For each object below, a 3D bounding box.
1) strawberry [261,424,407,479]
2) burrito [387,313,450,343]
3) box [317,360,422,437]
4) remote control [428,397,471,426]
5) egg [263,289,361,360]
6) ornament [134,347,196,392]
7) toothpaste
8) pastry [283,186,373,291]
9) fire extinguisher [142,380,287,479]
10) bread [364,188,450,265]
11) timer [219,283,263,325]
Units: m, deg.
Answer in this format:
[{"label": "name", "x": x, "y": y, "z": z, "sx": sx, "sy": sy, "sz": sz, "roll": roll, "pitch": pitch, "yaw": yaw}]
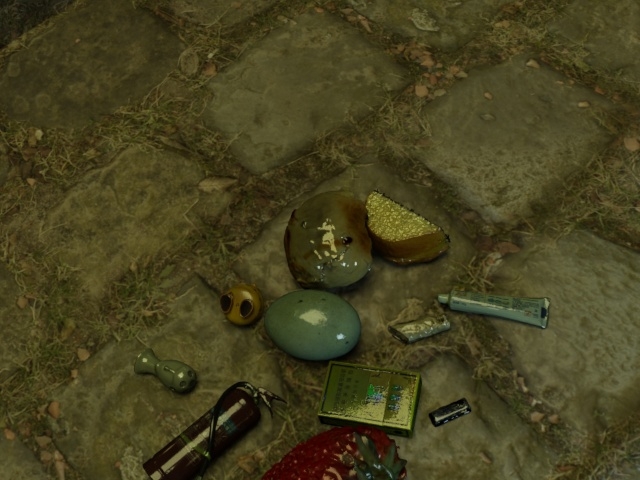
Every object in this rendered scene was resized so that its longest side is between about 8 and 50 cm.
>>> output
[{"label": "strawberry", "x": 0.004, "y": 0.546, "z": 1.687, "sx": 0.351, "sy": 0.267, "sz": 0.312, "roll": -16, "pitch": 57, "yaw": 30}, {"label": "burrito", "x": 0.239, "y": 0.214, "z": 1.977, "sx": 0.149, "sy": 0.041, "sz": 0.055, "roll": -14, "pitch": 42, "yaw": 5}, {"label": "box", "x": 0.116, "y": 0.366, "z": 1.885, "sx": 0.220, "sy": 0.064, "sz": 0.141, "roll": 4, "pitch": 58, "yaw": 15}, {"label": "remote control", "x": 0.296, "y": 0.392, "z": 1.864, "sx": 0.096, "sy": 0.014, "sz": 0.039, "roll": -22, "pitch": 55, "yaw": -6}, {"label": "egg", "x": -0.020, "y": 0.202, "z": 1.954, "sx": 0.236, "sy": 0.169, "sz": 0.169, "roll": 7, "pitch": 58, "yaw": 15}, {"label": "ornament", "x": -0.377, "y": 0.321, "z": 1.997, "sx": 0.156, "sy": 0.081, "sz": 0.075, "roll": 19, "pitch": 65, "yaw": 26}, {"label": "toothpaste", "x": 0.418, "y": 0.156, "z": 1.979, "sx": 0.268, "sy": 0.047, "sz": 0.069, "roll": 7, "pitch": 40, "yaw": 12}, {"label": "pastry", "x": -0.006, "y": -0.005, "z": 2.048, "sx": 0.237, "sy": 0.170, "sz": 0.256, "roll": -19, "pitch": 66, "yaw": 33}, {"label": "fire extinguisher", "x": -0.236, "y": 0.450, "z": 1.874, "sx": 0.341, "sy": 0.105, "sz": 0.141, "roll": -38, "pitch": 73, "yaw": -14}, {"label": "bread", "x": 0.192, "y": -0.018, "z": 2.088, "sx": 0.260, "sy": 0.129, "sz": 0.134, "roll": 29, "pitch": 73, "yaw": 27}, {"label": "timer", "x": -0.194, "y": 0.162, "z": 2.074, "sx": 0.107, "sy": 0.109, "sz": 0.107, "roll": -1, "pitch": 86, "yaw": 18}]
